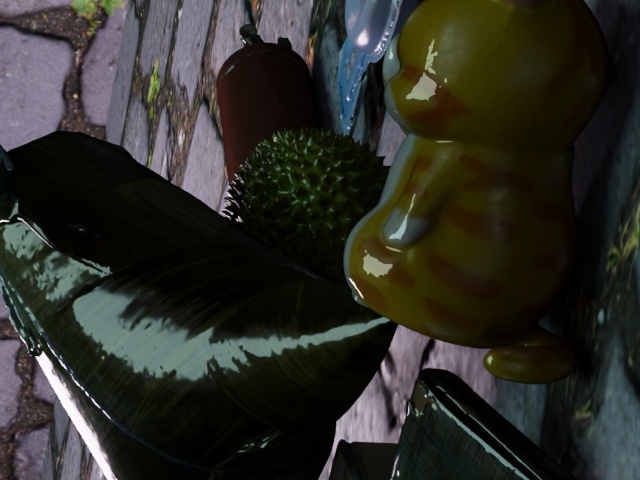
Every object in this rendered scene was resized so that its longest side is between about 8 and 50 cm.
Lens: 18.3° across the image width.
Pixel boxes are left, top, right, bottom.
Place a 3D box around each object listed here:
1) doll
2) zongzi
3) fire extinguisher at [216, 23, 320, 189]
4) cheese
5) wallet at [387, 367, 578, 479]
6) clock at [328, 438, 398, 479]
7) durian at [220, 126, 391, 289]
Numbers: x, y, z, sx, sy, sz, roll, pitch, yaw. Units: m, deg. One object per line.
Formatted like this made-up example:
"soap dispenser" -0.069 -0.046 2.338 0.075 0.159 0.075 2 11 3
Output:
"doll" 0.106 -0.055 1.342 0.166 0.162 0.269 -48 -36 -74
"zongzi" -0.109 0.014 1.584 0.403 0.208 0.432 56 148 15
"fire extinguisher" -0.049 -0.109 2.098 0.337 0.106 0.147 -99 -4 -48
"cheese" 0.052 -0.209 1.825 0.244 0.052 0.135 111 162 -46
"wallet" 0.087 0.255 1.377 0.169 0.044 0.317 43 131 38
"clock" 0.050 0.268 1.586 0.192 0.071 0.147 -112 31 -60
"durian" -0.012 -0.003 1.762 0.146 0.159 0.198 -127 45 -73
